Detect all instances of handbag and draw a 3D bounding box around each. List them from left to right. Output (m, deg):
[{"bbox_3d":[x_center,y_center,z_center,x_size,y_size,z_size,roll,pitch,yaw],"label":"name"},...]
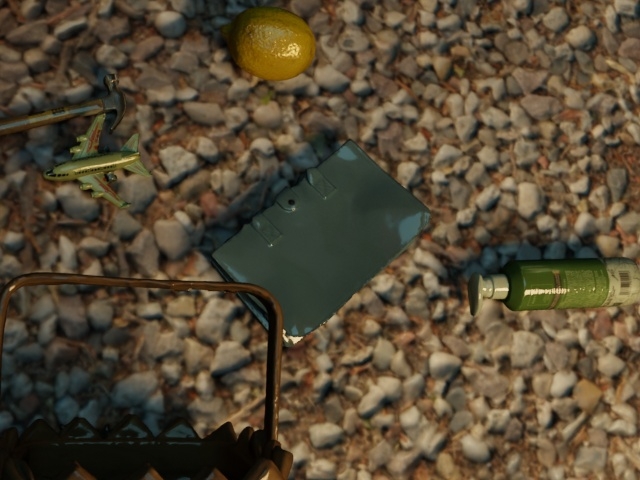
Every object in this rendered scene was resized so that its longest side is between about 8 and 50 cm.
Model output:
[{"bbox_3d":[0.000,0.000,1.073,0.221,0.057,0.144,-42,83,-20],"label":"handbag"}]

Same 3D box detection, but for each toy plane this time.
[{"bbox_3d":[-0.237,-0.079,1.024,0.111,0.040,0.102,-15,85,-17],"label":"toy plane"}]

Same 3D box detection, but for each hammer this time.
[{"bbox_3d":[-0.295,-0.128,1.035,0.182,0.017,0.062,-17,82,-18],"label":"hammer"}]

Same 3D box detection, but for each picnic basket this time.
[{"bbox_3d":[-0.161,0.192,0.847,0.254,0.291,0.320,4,84,-15],"label":"picnic basket"}]

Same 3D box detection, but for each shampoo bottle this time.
[{"bbox_3d":[0.268,0.053,1.131,0.205,0.065,0.065,-1,77,-17],"label":"shampoo bottle"}]

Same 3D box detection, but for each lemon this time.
[{"bbox_3d":[-0.059,-0.222,1.092,0.111,0.082,0.082,9,74,-16],"label":"lemon"}]
